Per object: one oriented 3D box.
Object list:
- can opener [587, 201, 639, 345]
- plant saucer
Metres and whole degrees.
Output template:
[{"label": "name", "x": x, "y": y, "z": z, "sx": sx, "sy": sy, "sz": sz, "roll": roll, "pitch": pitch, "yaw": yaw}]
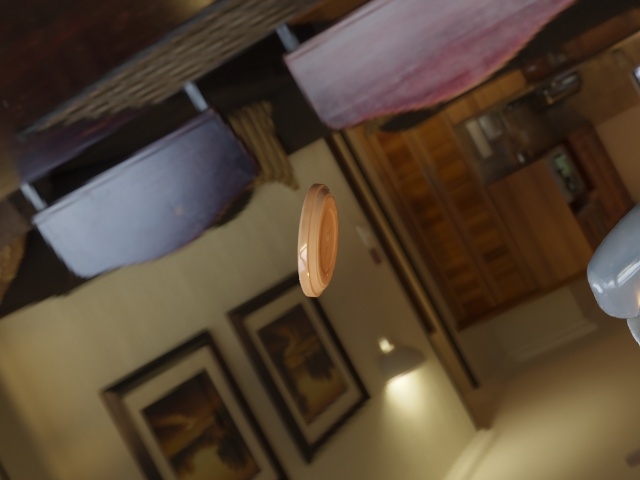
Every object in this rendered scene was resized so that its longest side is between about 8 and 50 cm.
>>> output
[{"label": "can opener", "x": 0.264, "y": -0.032, "z": 0.545, "sx": 0.280, "sy": 0.093, "sz": 0.074, "roll": -36, "pitch": -147, "yaw": -9}, {"label": "plant saucer", "x": 0.000, "y": 0.000, "z": 0.800, "sx": 0.013, "sy": 0.083, "sz": 0.083, "roll": 4, "pitch": -170, "yaw": 14}]
